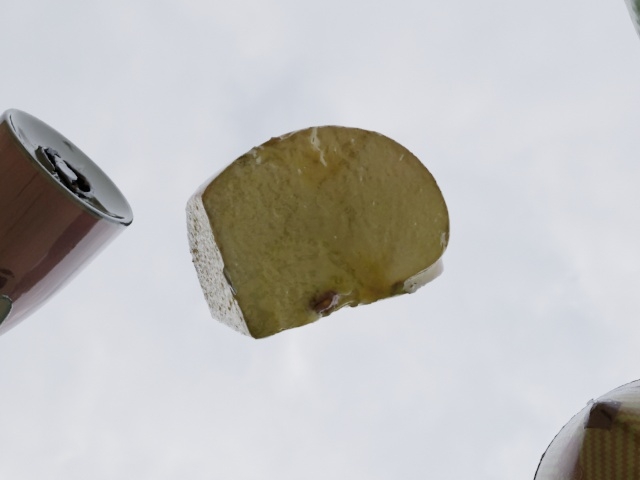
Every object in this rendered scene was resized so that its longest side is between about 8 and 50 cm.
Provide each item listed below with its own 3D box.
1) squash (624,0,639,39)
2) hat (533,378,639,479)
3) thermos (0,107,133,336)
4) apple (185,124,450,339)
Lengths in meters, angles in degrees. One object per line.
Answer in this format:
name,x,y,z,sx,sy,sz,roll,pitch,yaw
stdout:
squash,0.207,-0.169,0.328,0.210,0.233,0.309,-29,-67,3
hat,0.220,0.145,0.645,0.193,0.193,0.082,-25,-64,30
thermos,-0.307,0.031,0.795,0.265,0.146,0.176,-46,-145,5
apple,0.000,0.000,1.160,0.252,0.309,0.314,55,-23,34
